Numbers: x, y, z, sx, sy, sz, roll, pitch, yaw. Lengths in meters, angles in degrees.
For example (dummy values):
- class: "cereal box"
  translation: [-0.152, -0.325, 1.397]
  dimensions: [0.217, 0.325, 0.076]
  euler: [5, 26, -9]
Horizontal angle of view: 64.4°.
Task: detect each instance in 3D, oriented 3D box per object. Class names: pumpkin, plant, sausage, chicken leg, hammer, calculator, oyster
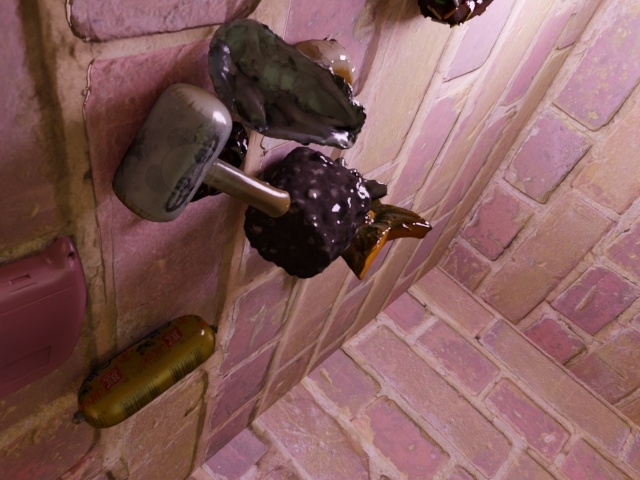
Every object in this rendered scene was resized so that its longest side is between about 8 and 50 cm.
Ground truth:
- class: "pumpkin"
  translation: [0.091, -0.037, 1.248]
  dimensions: [0.258, 0.290, 0.095]
  euler: [-25, 126, -29]
- class: "plant"
  translation: [0.002, -0.084, 1.078]
  dimensions: [0.312, 0.215, 0.213]
  euler: [-47, 166, -35]
- class: "sausage"
  translation: [-0.367, 0.273, 1.090]
  dimensions: [0.347, 0.123, 0.123]
  euler: [-34, 155, -35]
- class: "chicken leg"
  translation: [-0.195, -0.115, 0.860]
  dimensions: [0.093, 0.053, 0.205]
  euler: [23, 101, -45]
- class: "hammer"
  translation: [-0.150, -0.100, 0.797]
  dimensions: [0.305, 0.113, 0.202]
  euler: [20, 113, -50]
- class: "calculator"
  translation: [-0.462, 0.145, 0.778]
  dimensions: [0.220, 0.048, 0.329]
  euler: [-29, 154, -46]
- class: "oyster"
  translation: [-0.042, -0.228, 0.772]
  dimensions: [0.252, 0.087, 0.199]
  euler: [-12, 103, -28]

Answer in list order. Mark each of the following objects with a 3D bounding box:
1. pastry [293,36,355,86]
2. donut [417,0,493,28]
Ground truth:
- class: "pastry"
  translation: [-0.014, -0.274, 0.889]
  dimensions: [0.166, 0.088, 0.166]
  euler: [-37, 156, -19]
- class: "donut"
  translation: [0.305, -0.545, 1.002]
  dimensions: [0.270, 0.103, 0.269]
  euler: [-34, 159, -15]
